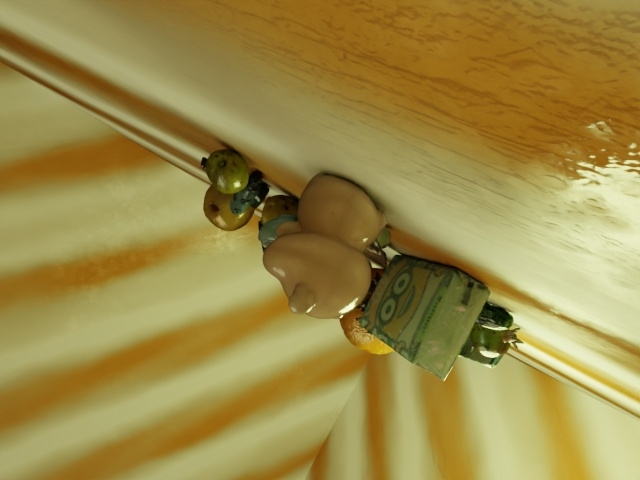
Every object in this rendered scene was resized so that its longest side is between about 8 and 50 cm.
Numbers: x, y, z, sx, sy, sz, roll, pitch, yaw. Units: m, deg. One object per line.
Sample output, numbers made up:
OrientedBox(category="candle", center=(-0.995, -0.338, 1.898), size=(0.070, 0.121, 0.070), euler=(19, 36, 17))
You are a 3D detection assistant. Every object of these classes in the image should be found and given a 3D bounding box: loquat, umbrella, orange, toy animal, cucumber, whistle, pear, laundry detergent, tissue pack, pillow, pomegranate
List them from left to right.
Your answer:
OrientedBox(category="pear", center=(-0.229, -0.169, 1.115), size=(0.107, 0.107, 0.131), euler=(29, 180, 9))
OrientedBox(category="loquat", center=(-0.364, -0.140, 1.805), size=(0.208, 0.208, 0.208), euler=(29, 176, 2))
OrientedBox(category="laundry detergent", center=(-0.268, -0.188, 1.385), size=(0.221, 0.078, 0.144), euler=(34, 166, -14))
OrientedBox(category="umbrella", center=(-0.213, -0.135, 1.293), size=(0.053, 0.052, 0.250), euler=(61, 151, 7))
OrientedBox(category="toy animal", center=(0.020, 0.010, 0.805), size=(0.230, 0.221, 0.210), euler=(58, -168, 27))
OrientedBox(category="pillow", center=(0.079, -0.019, 1.216), size=(0.248, 0.049, 0.135), euler=(33, 176, 21))
OrientedBox(category="orange", center=(0.220, 0.283, 1.798), size=(0.340, 0.293, 0.341), euler=(41, -147, -34))
OrientedBox(category="tissue pack", center=(0.238, 0.167, 1.115), size=(0.127, 0.228, 0.311), euler=(30, 177, -17))
OrientedBox(category="whistle", center=(0.537, 0.353, 1.700), size=(0.188, 0.168, 0.404), euler=(34, 175, -38))
OrientedBox(category="cucumber", center=(0.415, 0.189, 1.242), size=(0.074, 0.075, 0.241), euler=(33, 174, -38))
OrientedBox(category="pomegranate", center=(0.552, 0.301, 1.412), size=(0.159, 0.130, 0.129), euler=(-4, 158, 30))

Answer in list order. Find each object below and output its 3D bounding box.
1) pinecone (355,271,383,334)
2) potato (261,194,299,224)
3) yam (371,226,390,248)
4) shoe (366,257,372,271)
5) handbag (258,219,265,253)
OrientedBox(category="pinecone", center=(0.258, 0.221, 1.492), size=(0.295, 0.242, 0.298), euler=(32, 155, -3))
OrientedBox(category="potato", center=(-0.055, -0.018, 1.349), size=(0.300, 0.140, 0.173), euler=(42, -154, -43))
OrientedBox(category="yam", center=(0.062, -0.038, 1.033), size=(0.061, 0.061, 0.252), euler=(33, 174, -40))
OrientedBox(category="shoe", center=(0.074, 0.057, 1.620), size=(0.140, 0.128, 0.262), euler=(23, 166, -35))
OrientedBox(category="handbag", center=(-0.110, 0.047, 1.928), size=(0.325, 0.162, 0.327), euler=(38, -158, -41))
